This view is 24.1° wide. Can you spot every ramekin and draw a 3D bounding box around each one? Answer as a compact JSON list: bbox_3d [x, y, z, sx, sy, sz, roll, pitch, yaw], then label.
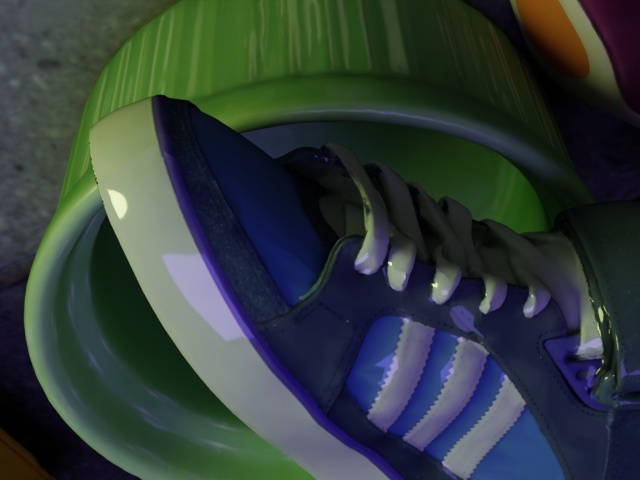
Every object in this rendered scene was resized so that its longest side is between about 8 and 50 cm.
[{"bbox_3d":[0.000,0.000,0.809,0.303,0.148,0.303,-2,133,-2],"label":"ramekin"}]

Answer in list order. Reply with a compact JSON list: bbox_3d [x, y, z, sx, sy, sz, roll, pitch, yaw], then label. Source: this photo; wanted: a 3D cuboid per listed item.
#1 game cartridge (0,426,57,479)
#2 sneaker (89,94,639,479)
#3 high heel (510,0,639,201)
[{"bbox_3d":[-0.348,0.140,0.963,0.285,0.052,0.323,-16,136,24],"label":"game cartridge"},{"bbox_3d":[0.081,0.010,0.649,0.236,0.130,0.323,-31,124,11],"label":"sneaker"},{"bbox_3d":[0.189,-0.102,0.795,0.117,0.082,0.244,-42,114,-8],"label":"high heel"}]
